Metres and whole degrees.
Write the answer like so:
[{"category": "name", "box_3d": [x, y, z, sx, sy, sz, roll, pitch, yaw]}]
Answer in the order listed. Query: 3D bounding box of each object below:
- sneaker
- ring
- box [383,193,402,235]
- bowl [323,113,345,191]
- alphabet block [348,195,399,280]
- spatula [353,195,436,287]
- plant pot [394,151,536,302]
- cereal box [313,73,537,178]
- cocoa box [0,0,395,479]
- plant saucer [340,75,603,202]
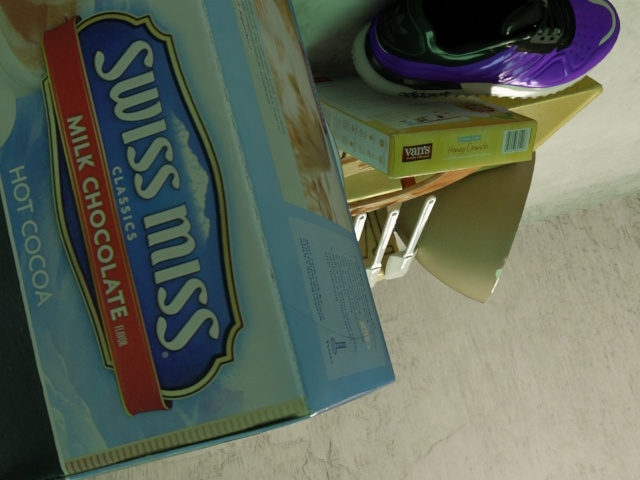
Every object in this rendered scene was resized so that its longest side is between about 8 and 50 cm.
[{"category": "sneaker", "box_3d": [0.188, -0.206, 0.771, 0.293, 0.102, 0.146, -12, 170, -19]}, {"category": "ring", "box_3d": [0.062, -0.081, 1.062, 0.336, 0.032, 0.336, -15, 171, -2]}, {"category": "box", "box_3d": [0.212, -0.080, 1.631, 0.289, 0.087, 0.169, -14, 171, -1]}, {"category": "bowl", "box_3d": [-0.121, -0.051, 0.755, 0.311, 0.312, 0.163, -16, -170, 12]}, {"category": "alphabet block", "box_3d": [0.000, 0.000, 1.451, 0.197, 0.194, 0.192, -9, 171, -33]}, {"category": "spatula", "box_3d": [0.099, 0.012, 1.295, 0.168, 0.019, 0.242, -13, 147, -19]}, {"category": "plant pot", "box_3d": [0.240, -0.053, 1.416, 0.190, 0.284, 0.284, 18, 173, 5]}, {"category": "cereal box", "box_3d": [0.080, -0.129, 0.841, 0.173, 0.047, 0.240, -10, -154, -26]}, {"category": "cocoa box", "box_3d": [-0.118, -0.041, 0.506, 0.227, 0.347, 0.231, -17, 170, 13]}, {"category": "plant saucer", "box_3d": [0.171, -0.156, 1.129, 0.332, 0.081, 0.333, -14, 171, -7]}]
